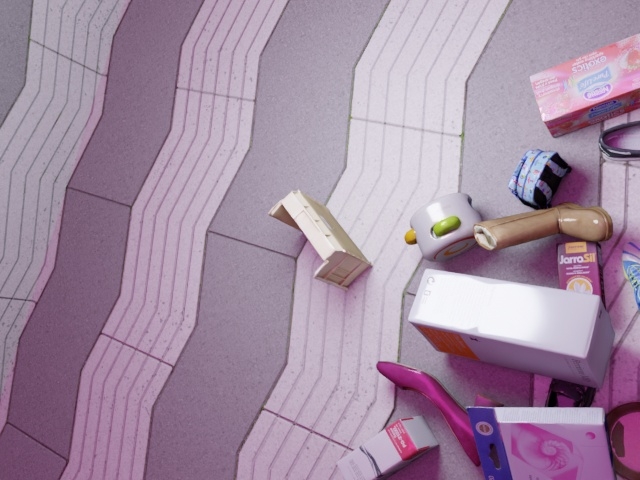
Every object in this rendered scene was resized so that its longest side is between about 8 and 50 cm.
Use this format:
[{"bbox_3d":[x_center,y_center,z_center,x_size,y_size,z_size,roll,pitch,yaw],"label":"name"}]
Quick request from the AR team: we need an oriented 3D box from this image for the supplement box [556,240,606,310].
[{"bbox_3d":[0.678,0.100,1.757,0.104,0.081,0.188,-6,77,28],"label":"supplement box"}]

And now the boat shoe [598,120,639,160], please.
[{"bbox_3d":[0.868,-0.258,1.713,0.302,0.091,0.114,-9,77,28],"label":"boat shoe"}]

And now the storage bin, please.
[{"bbox_3d":[0.000,0.000,2.056,0.123,0.260,0.262,-42,63,12],"label":"storage bin"}]

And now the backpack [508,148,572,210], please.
[{"bbox_3d":[0.580,-0.173,1.811,0.117,0.173,0.158,30,96,30],"label":"backpack"}]

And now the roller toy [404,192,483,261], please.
[{"bbox_3d":[0.355,-0.041,1.903,0.209,0.191,0.146,-51,55,54],"label":"roller toy"}]

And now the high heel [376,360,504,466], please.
[{"bbox_3d":[0.302,0.466,1.865,0.377,0.127,0.181,18,79,27],"label":"high heel"}]

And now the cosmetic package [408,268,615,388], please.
[{"bbox_3d":[0.482,0.219,1.719,0.453,0.230,0.161,7,65,36],"label":"cosmetic package"}]

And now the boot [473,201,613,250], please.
[{"bbox_3d":[0.562,-0.023,1.718,0.269,0.236,0.089,-12,102,-11],"label":"boot"}]

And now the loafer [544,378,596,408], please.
[{"bbox_3d":[0.627,0.412,1.717,0.109,0.095,0.303,15,88,32],"label":"loafer"}]

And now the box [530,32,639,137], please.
[{"bbox_3d":[0.731,-0.405,1.783,0.300,0.154,0.142,-18,72,24],"label":"box"}]

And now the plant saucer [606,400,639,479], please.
[{"bbox_3d":[0.785,0.493,1.648,0.198,0.036,0.199,-5,79,28],"label":"plant saucer"}]

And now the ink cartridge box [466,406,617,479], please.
[{"bbox_3d":[0.545,0.556,1.655,0.330,0.071,0.324,-8,113,27],"label":"ink cartridge box"}]

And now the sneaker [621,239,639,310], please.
[{"bbox_3d":[0.806,0.105,1.658,0.091,0.126,0.240,-24,70,23],"label":"sneaker"}]

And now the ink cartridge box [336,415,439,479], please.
[{"bbox_3d":[0.187,0.596,1.884,0.237,0.172,0.100,-39,64,18],"label":"ink cartridge box"}]
